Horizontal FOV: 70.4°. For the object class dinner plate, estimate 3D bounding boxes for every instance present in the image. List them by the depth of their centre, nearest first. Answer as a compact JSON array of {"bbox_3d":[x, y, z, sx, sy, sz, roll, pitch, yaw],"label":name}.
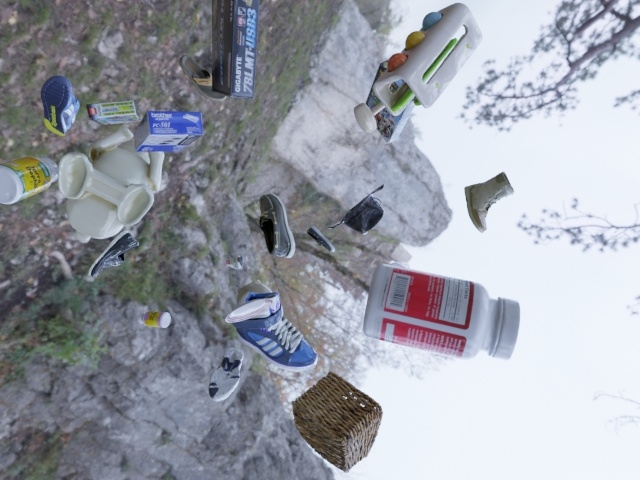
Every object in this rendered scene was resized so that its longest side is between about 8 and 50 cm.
[{"bbox_3d":[-0.199,0.191,1.263,0.141,0.017,0.141,-23,161,-8],"label":"dinner plate"}]

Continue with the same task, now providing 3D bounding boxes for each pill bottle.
[{"bbox_3d":[-0.464,0.219,1.264,0.083,0.043,0.043,1,-143,16],"label":"pill bottle"},{"bbox_3d":[0.344,0.214,1.318,0.229,0.408,0.228,11,90,-77],"label":"pill bottle"},{"bbox_3d":[-0.921,-0.196,1.414,0.117,0.117,0.208,-42,-168,19],"label":"pill bottle"}]

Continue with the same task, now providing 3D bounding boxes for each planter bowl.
[{"bbox_3d":[-0.270,0.225,1.828,0.162,0.109,0.162,-25,175,-2],"label":"planter bowl"}]

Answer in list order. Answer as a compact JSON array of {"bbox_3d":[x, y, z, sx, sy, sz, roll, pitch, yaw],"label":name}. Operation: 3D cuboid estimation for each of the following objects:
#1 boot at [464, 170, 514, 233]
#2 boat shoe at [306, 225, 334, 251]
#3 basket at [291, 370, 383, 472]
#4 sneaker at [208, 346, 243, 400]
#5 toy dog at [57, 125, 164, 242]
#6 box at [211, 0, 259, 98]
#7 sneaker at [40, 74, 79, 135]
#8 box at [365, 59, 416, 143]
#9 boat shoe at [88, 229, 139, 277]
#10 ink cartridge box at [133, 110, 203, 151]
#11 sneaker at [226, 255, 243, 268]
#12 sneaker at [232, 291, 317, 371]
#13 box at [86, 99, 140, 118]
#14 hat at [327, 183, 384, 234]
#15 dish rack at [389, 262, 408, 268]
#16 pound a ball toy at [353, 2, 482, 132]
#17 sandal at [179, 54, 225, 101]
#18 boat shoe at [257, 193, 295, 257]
[{"bbox_3d":[0.617,-0.141,1.638,0.165,0.077,0.213,-24,-132,32],"label":"boot"},{"bbox_3d":[0.000,0.000,1.843,0.040,0.142,0.049,-39,163,-15],"label":"boat shoe"},{"bbox_3d":[0.070,0.685,1.711,0.223,0.213,0.299,-29,-146,-35],"label":"basket"},{"bbox_3d":[-0.334,0.495,1.553,0.235,0.094,0.153,-95,-160,-64],"label":"sneaker"},{"bbox_3d":[-0.697,-0.199,1.605,0.407,0.285,0.395,-90,-156,-57],"label":"toy dog"},{"bbox_3d":[-0.236,-0.543,1.220,0.293,0.073,0.295,-135,-133,-60],"label":"box"},{"bbox_3d":[-0.511,-0.275,0.897,0.144,0.053,0.059,-45,-161,47],"label":"sneaker"},{"bbox_3d":[0.223,-0.444,1.474,0.044,0.159,0.233,-28,166,-17],"label":"box"},{"bbox_3d":[-0.778,0.065,1.698,0.233,0.079,0.084,-43,-169,9],"label":"boat shoe"},{"bbox_3d":[-0.309,-0.215,0.908,0.097,0.046,0.207,-7,-175,-29],"label":"ink cartridge box"},{"bbox_3d":[-0.391,0.102,2.061,0.161,0.075,0.057,130,-39,-77],"label":"sneaker"},{"bbox_3d":[-0.142,0.293,1.532,0.130,0.323,0.236,-52,163,-49],"label":"sneaker"},{"bbox_3d":[-0.555,-0.345,1.231,0.114,0.036,0.207,-11,-167,-16],"label":"box"},{"bbox_3d":[0.194,-0.106,2.043,0.331,0.134,0.331,-38,-179,1],"label":"hat"},{"bbox_3d":[0.371,0.295,2.044,0.072,0.286,0.332,-36,-152,59],"label":"dish rack"},{"bbox_3d":[0.220,-0.431,1.130,0.319,0.136,0.208,-51,-153,-17],"label":"pound a ball toy"},{"bbox_3d":[-0.374,-0.519,1.446,0.049,0.180,0.072,-22,-156,51],"label":"sandal"},{"bbox_3d":[-0.189,-0.066,1.781,0.109,0.091,0.305,-49,-129,39],"label":"boat shoe"}]
